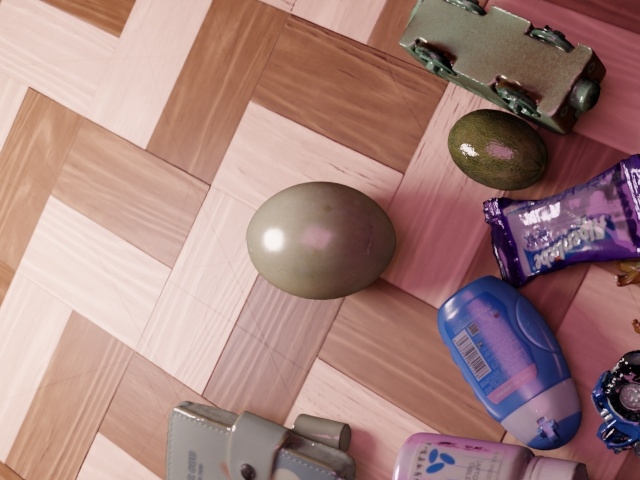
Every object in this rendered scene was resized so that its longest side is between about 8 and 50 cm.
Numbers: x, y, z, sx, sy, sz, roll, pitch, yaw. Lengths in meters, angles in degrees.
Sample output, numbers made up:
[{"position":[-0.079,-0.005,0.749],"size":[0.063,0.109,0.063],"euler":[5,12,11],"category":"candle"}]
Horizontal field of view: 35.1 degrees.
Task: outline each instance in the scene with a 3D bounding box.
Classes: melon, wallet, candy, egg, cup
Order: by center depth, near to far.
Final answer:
[{"position":[0.356,-0.022,1.456],"size":[0.275,0.070,0.145],"euler":[-18,79,41],"category":"candy"},{"position":[0.260,-0.138,1.509],"size":[0.167,0.114,0.114],"euler":[30,98,37],"category":"melon"},{"position":[0.000,0.000,1.584],"size":[0.253,0.186,0.186],"euler":[2,85,27],"category":"egg"},{"position":[-0.001,0.319,1.614],"size":[0.083,0.054,0.075],"euler":[5,63,26],"category":"cup"},{"position":[-0.103,0.401,1.628],"size":[0.360,0.083,0.252],"euler":[15,109,28],"category":"wallet"}]

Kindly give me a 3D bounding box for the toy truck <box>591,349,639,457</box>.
[{"position":[0.451,0.256,1.342],"size":[0.208,0.113,0.126],"euler":[45,113,11],"category":"toy truck"}]

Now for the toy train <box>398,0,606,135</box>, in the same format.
[{"position":[0.274,-0.263,1.497],"size":[0.326,0.159,0.129],"euler":[32,96,30],"category":"toy train"}]

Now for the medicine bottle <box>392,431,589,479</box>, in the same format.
[{"position":[0.240,0.360,1.433],"size":[0.255,0.152,0.152],"euler":[3,85,29],"category":"medicine bottle"}]

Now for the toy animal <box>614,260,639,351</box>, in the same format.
[{"position":[0.469,0.071,1.407],"size":[0.099,0.057,0.241],"euler":[-19,74,24],"category":"toy animal"}]

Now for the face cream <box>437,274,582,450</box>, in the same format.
[{"position":[0.282,0.182,1.473],"size":[0.149,0.083,0.264],"euler":[-39,68,21],"category":"face cream"}]
